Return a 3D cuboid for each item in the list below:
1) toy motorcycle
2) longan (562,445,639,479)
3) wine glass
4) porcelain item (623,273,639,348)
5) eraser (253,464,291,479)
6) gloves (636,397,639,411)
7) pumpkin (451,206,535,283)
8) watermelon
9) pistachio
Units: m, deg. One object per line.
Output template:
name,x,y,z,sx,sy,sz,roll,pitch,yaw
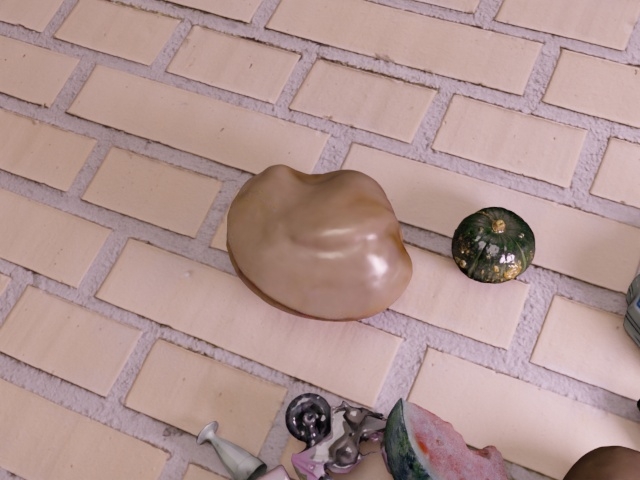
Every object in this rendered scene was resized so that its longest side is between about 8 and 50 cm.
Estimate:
toy motorcycle,0.077,0.434,1.765,0.327,0.143,0.188,14,73,0
longan,0.553,0.503,1.588,0.246,0.246,0.215,17,27,17
wine glass,-0.190,0.457,1.829,0.155,0.073,0.073,37,74,28
porcelain item,0.798,0.157,1.771,0.281,0.157,0.286,-26,62,-6
eraser,-0.152,0.595,1.728,0.270,0.095,0.174,-30,80,-5
gloves,0.724,0.411,1.675,0.107,0.135,0.268,-14,52,-47
pumpkin,0.386,0.011,1.919,0.190,0.146,0.190,-4,64,8
watermelon,0.244,0.449,1.690,0.318,0.148,0.226,47,41,10
pistachio,0.000,0.000,1.913,0.445,0.281,0.365,27,66,17
